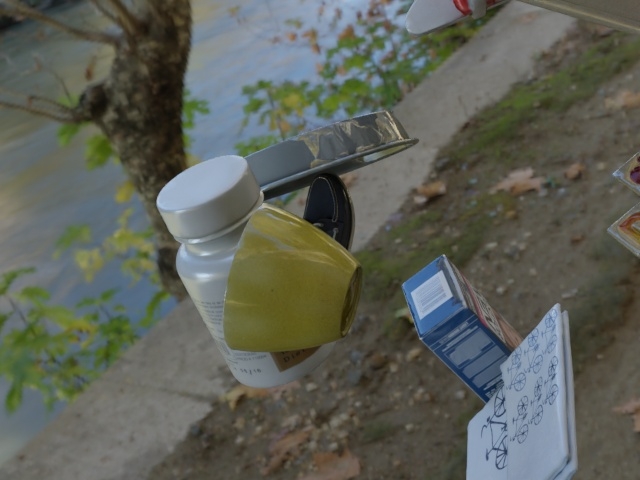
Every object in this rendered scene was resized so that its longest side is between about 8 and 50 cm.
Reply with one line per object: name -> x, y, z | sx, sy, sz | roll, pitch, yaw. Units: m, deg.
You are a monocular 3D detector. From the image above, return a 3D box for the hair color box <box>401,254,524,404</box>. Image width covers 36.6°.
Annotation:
hair color box -> 0.303, 0.200, 1.760 | 0.105, 0.347, 0.174 | -37, 29, 15

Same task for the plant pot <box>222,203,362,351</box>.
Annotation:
plant pot -> -0.017, 0.043, 0.857 | 0.095, 0.134, 0.134 | 13, 36, 14

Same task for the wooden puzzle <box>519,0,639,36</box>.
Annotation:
wooden puzzle -> 0.296, -0.373, 0.939 | 0.348, 0.322, 0.080 | 22, 23, 17

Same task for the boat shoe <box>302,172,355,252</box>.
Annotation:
boat shoe -> 0.000, 0.000, 1.338 | 0.075, 0.206, 0.065 | -8, -15, 37

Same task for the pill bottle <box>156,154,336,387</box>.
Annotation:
pill bottle -> -0.078, 0.032, 1.026 | 0.131, 0.229, 0.131 | -19, 29, 11

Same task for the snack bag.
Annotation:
snack bag -> 0.303, 0.315, 1.540 | 0.037, 0.342, 0.323 | 21, 41, -8

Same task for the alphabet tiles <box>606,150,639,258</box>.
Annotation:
alphabet tiles -> 0.476, -0.046, 1.003 | 0.285, 0.011, 0.342 | -41, 40, 1

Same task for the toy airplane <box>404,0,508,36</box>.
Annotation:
toy airplane -> 0.140, -0.467, 1.250 | 0.384, 0.272, 0.386 | 26, 81, 22

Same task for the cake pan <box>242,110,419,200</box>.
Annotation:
cake pan -> -0.010, -0.111, 1.339 | 0.293, 0.054, 0.293 | -19, 0, 0
